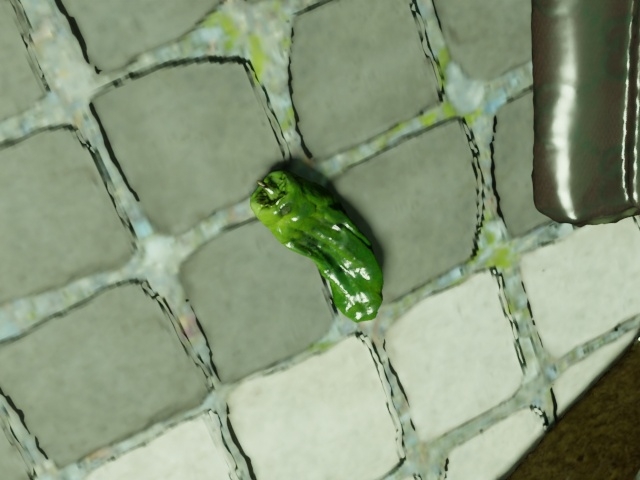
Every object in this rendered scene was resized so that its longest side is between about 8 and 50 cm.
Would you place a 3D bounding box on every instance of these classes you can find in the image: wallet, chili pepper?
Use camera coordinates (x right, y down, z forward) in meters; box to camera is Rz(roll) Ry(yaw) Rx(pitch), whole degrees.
[{"bbox_3d":[0.183,-0.121,0.589,0.182,0.049,0.229,-5,105,-10],"label":"wallet"},{"bbox_3d":[0.001,-0.001,0.588,0.030,0.034,0.091,-26,122,25],"label":"chili pepper"}]

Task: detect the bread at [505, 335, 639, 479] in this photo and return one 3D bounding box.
[{"bbox_3d":[0.250,0.093,0.673,0.416,0.113,0.165,-47,116,-1],"label":"bread"}]
